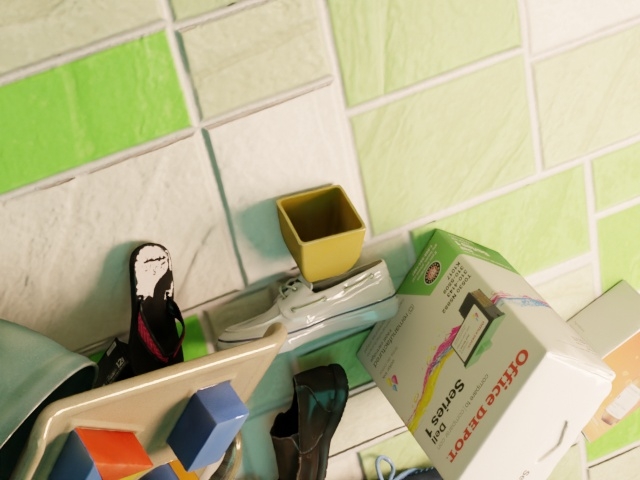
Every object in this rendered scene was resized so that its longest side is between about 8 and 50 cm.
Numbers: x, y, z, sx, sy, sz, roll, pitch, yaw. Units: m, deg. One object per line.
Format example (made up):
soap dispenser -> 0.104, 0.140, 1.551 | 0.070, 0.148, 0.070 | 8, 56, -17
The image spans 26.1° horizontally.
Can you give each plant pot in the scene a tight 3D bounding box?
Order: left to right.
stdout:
plant pot -> -0.393, 0.187, 1.406 | 0.196, 0.293, 0.293 | 36, 105, 6
plant pot -> 0.000, 0.000, 1.581 | 0.081, 0.081, 0.083 | -15, 135, -16

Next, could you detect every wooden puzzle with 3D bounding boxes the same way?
wooden puzzle -> -0.200, 0.252, 1.495 | 0.348, 0.080, 0.322 | -20, 150, -43

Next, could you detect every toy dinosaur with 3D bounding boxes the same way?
toy dinosaur -> -0.128, 0.342, 1.747 | 0.118, 0.064, 0.268 | 24, 105, -27

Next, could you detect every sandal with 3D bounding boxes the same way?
sandal -> -0.180, 0.092, 1.540 | 0.067, 0.040, 0.179 | -15, 107, -38

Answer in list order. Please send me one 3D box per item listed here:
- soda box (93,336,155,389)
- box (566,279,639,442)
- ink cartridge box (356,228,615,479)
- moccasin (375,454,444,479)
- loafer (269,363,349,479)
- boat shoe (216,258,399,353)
soda box -> -0.253, 0.198, 1.601 | 0.060, 0.053, 0.169 | 27, 106, -36
box -> 0.385, 0.162, 1.849 | 0.170, 0.091, 0.130 | -37, 128, 1
ink cartridge box -> 0.186, 0.148, 1.630 | 0.117, 0.278, 0.201 | 21, 109, -34
moccasin -> 0.062, 0.376, 1.807 | 0.342, 0.138, 0.117 | -27, 123, -8
loafer -> -0.030, 0.247, 1.729 | 0.078, 0.080, 0.220 | 8, 111, -18
boat shoe -> -0.020, 0.077, 1.630 | 0.226, 0.083, 0.076 | -16, 102, -18
